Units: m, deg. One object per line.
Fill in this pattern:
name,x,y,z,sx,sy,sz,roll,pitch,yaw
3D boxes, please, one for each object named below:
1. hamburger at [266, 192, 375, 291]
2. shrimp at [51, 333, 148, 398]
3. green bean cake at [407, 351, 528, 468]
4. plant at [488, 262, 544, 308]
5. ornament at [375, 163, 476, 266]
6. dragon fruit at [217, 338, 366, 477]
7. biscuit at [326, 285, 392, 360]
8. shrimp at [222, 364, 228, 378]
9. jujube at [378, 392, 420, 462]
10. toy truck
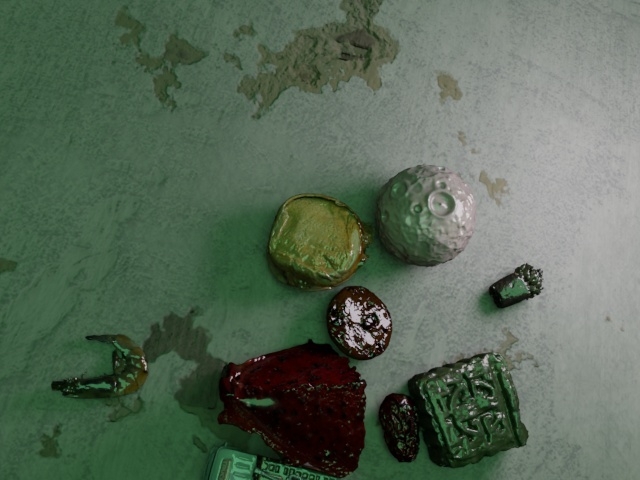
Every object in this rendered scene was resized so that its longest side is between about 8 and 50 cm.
hamburger,0.000,0.000,1.754,0.286,0.146,0.243,-26,78,-8
shrimp,-0.512,0.293,1.651,0.217,0.051,0.150,-4,77,-19
green bean cake,0.366,0.414,1.749,0.255,0.132,0.241,-14,78,-13
plant,0.514,0.118,1.852,0.143,0.094,0.092,-26,74,-10
ornament,0.265,-0.065,1.771,0.259,0.225,0.260,2,80,-10
dragon fruit,-0.083,0.384,1.630,0.329,0.286,0.228,-3,106,-17
biscuit,0.097,0.200,1.751,0.192,0.049,0.192,15,57,-24
shrimp,-0.165,0.370,1.687,0.190,0.073,0.075,40,79,4
jujube,0.191,0.453,1.725,0.104,0.104,0.166,-2,88,-11
toy truck,-0.110,0.551,1.602,0.305,0.162,0.136,16,67,-7
